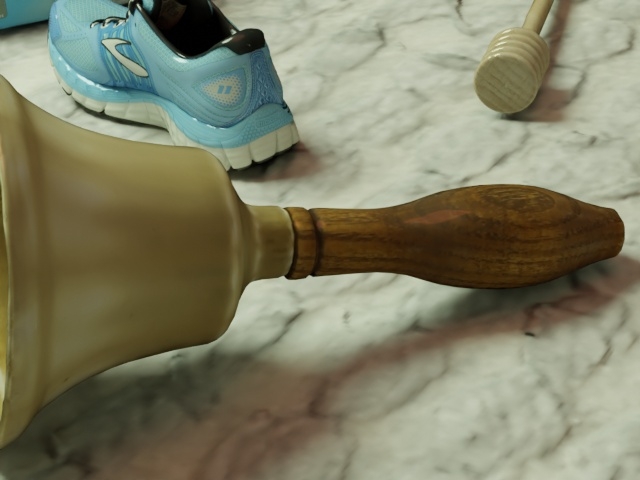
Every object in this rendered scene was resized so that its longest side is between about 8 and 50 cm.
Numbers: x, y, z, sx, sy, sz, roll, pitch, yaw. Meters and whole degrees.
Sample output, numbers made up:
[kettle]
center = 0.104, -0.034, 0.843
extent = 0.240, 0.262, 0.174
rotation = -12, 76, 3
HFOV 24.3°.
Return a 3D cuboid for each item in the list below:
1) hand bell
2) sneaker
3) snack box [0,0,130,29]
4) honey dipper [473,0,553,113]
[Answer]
[hand bell]
center = 0.000, 0.000, 0.520
extent = 0.242, 0.126, 0.126
rotation = -3, 29, -21
[sneaker]
center = -0.070, -0.092, 0.683
extent = 0.063, 0.073, 0.162
rotation = -29, 39, -34
[snack box]
center = -0.180, -0.223, 0.921
extent = 0.187, 0.060, 0.322
rotation = -15, 33, -18
[honey dipper]
center = 0.107, -0.107, 0.735
extent = 0.030, 0.030, 0.160
rotation = 7, 30, 16
